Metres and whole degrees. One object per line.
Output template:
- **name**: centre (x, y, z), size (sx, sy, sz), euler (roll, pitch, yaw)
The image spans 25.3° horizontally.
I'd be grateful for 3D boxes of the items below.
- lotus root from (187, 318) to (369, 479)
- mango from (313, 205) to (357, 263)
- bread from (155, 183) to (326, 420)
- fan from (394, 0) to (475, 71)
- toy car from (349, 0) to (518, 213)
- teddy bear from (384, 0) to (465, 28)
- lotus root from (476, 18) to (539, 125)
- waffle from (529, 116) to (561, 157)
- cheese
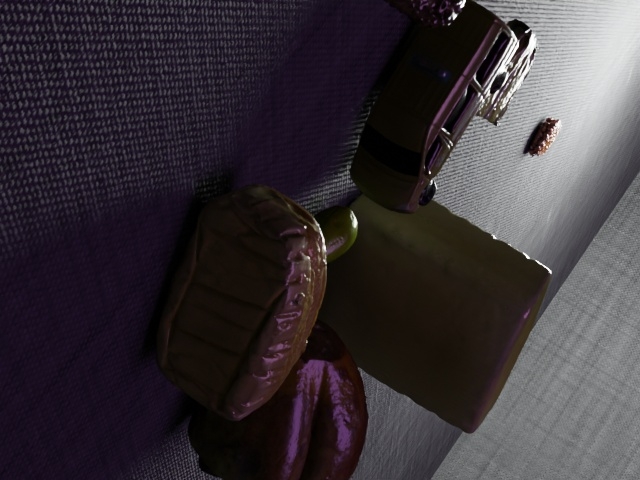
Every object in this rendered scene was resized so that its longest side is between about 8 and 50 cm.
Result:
- **lotus root**: centre (-0.029, 0.181, 1.646), size (0.188, 0.199, 0.180), euler (-47, 165, -56)
- **mango**: centre (0.000, 0.000, 1.659), size (0.073, 0.056, 0.108), euler (-27, -173, 44)
- **bread**: centre (-0.073, 0.058, 1.410), size (0.106, 0.140, 0.236), euler (-28, 145, -55)
- **fan**: centre (0.171, -0.310, 1.719), size (0.329, 0.009, 0.191), euler (-61, 162, 16)
- **toy car**: centre (0.125, -0.161, 1.676), size (0.257, 0.101, 0.124), euler (-58, 159, -1)
- **teddy bear**: centre (0.069, -0.285, 1.284), size (0.129, 0.182, 0.251), euler (-18, 155, -7)
- **lotus root**: centre (0.226, -0.232, 1.917), size (0.144, 0.070, 0.143), euler (-56, 158, 3)
- **waffle**: centre (0.407, -0.186, 2.591), size (0.075, 0.029, 0.083), euler (-18, 139, -62)
- **cheese**: centre (0.139, 0.084, 1.853), size (0.124, 0.265, 0.242), euler (-42, 157, -44)
